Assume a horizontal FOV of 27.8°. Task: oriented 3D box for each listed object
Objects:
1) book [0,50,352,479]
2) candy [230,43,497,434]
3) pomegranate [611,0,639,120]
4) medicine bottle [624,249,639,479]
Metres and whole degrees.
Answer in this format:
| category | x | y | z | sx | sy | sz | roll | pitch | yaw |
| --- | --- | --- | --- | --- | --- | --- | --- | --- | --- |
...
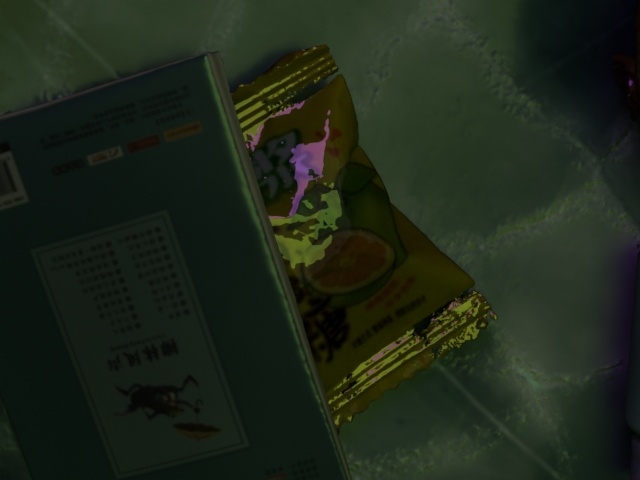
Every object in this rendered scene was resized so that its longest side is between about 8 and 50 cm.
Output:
| category | x | y | z | sx | sy | sz | roll | pitch | yaw |
| --- | --- | --- | --- | --- | --- | --- | --- | --- | --- |
| book | -0.146 | 0.067 | 1.022 | 0.264 | 0.031 | 0.379 | -14 | 102 | 13 |
| candy | 0.000 | 0.000 | 1.058 | 0.187 | 0.081 | 0.297 | -34 | 108 | -5 |
| pomegranate | 0.382 | -0.146 | 1.013 | 0.319 | 0.319 | 0.319 | -1 | 98 | -10 |
| medicine bottle | 0.333 | 0.114 | 1.103 | 0.139 | 0.139 | 0.225 | 2 | 97 | -11 |
